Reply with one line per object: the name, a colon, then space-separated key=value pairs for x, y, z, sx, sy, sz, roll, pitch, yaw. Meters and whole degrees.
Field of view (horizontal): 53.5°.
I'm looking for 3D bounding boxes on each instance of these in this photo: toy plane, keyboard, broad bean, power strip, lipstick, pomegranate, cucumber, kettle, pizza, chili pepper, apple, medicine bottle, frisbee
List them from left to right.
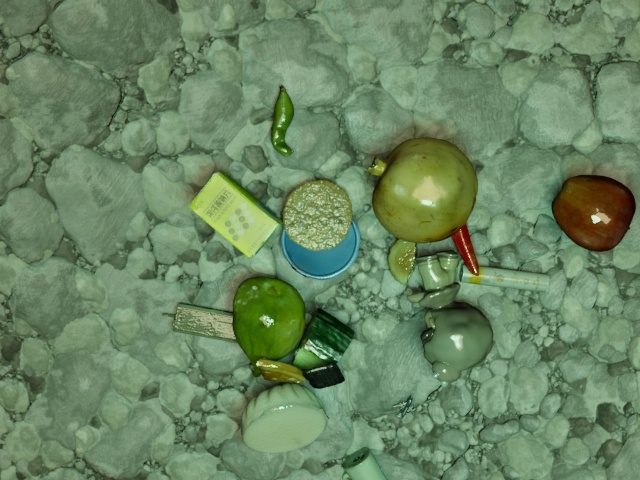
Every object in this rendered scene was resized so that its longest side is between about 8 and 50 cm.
power strip: x=-0.357 y=0.253 z=1.964 sx=0.268 sy=0.034 sz=0.092 roll=10 pitch=94 yaw=0
medicine bottle: x=-0.247 y=-0.080 z=1.891 sx=0.250 sy=0.141 sz=0.137 roll=40 pitch=97 yaw=-1
pizza: x=-0.121 y=0.382 z=1.854 sx=0.178 sy=0.131 sz=0.041 roll=17 pitch=60 yaw=-22
broad bean: x=-0.114 y=-0.360 z=1.913 sx=0.070 sy=0.048 sz=0.213 roll=-1 pitch=93 yaw=4
cucumber: x=-0.001 y=0.306 z=1.899 sx=0.130 sy=0.191 sz=0.191 roll=36 pitch=94 yaw=-1
frisbee: x=0.000 y=0.000 z=1.933 sx=0.242 sy=0.045 sz=0.242 roll=0 pitch=84 yaw=-2
keyboard: x=0.014 y=0.401 z=1.866 sx=0.106 sy=0.262 sz=0.016 roll=-16 pitch=67 yaw=1
kettle: x=0.137 y=0.737 z=1.958 sx=0.127 sy=0.098 sz=0.148 roll=-32 pitch=96 yaw=-3
toy plane: x=0.266 y=0.519 z=1.972 sx=0.079 sy=0.031 sz=0.083 roll=24 pitch=94 yaw=-1
pomegranate: x=0.281 y=-0.146 z=1.804 sx=0.319 sy=0.319 sz=0.319 roll=0 pitch=94 yaw=1
chili pepper: x=0.423 y=-0.020 z=1.910 sx=0.063 sy=0.071 sz=0.272 roll=-14 pitch=83 yaw=5
lipstick: x=0.558 y=0.115 z=1.928 sx=0.264 sy=0.059 sz=0.059 roll=6 pitch=94 yaw=1
apple: x=0.788 y=-0.086 z=1.835 sx=0.234 sy=0.234 sz=0.234 roll=0 pitch=94 yaw=1

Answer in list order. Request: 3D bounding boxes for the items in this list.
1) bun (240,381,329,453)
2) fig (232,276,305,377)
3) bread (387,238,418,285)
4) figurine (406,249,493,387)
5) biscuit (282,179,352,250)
bun: x=-0.118 y=0.506 z=1.917 sx=0.263 sy=0.175 sz=0.263 roll=-9 pitch=133 yaw=-10
fig: x=-0.150 y=0.251 z=1.904 sx=0.233 sy=0.314 sz=0.233 roll=-2 pitch=52 yaw=3
bread: x=0.248 y=0.058 z=1.917 sx=0.094 sy=0.083 sz=0.157 roll=-2 pitch=83 yaw=7
figurine: x=0.382 y=0.219 z=1.861 sx=0.203 sy=0.248 sz=0.380 roll=-16 pitch=89 yaw=43
biscuit: x=-0.007 y=-0.074 z=1.906 sx=0.220 sy=0.033 sz=0.219 roll=0 pitch=84 yaw=0
